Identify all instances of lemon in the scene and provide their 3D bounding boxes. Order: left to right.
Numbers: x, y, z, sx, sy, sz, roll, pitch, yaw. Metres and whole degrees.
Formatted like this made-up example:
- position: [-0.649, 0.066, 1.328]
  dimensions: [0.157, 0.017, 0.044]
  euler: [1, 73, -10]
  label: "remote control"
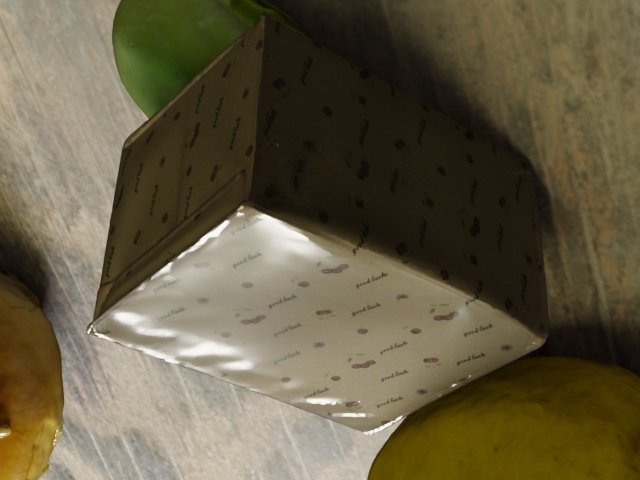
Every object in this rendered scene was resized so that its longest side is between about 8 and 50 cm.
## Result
- position: [0.182, 0.240, 1.039]
  dimensions: [0.316, 0.285, 0.285]
  euler: [-23, 110, 9]
  label: "lemon"

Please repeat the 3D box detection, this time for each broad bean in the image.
- position: [-0.098, -0.160, 1.041]
  dimensions: [0.228, 0.100, 0.169]
  euler: [-2, 114, 34]
  label: "broad bean"

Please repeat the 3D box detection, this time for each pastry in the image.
- position: [-0.495, 0.177, 1.359]
  dimensions: [0.409, 0.245, 0.410]
  euler: [1, 93, 22]
  label: "pastry"

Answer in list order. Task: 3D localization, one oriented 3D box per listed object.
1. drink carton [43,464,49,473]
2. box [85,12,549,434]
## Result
- position: [-0.541, 0.357, 1.656]
  dimensions: [0.154, 0.111, 0.351]
  euler: [47, 132, -6]
  label: "drink carton"
- position: [0.000, 0.000, 0.954]
  dimensions: [0.297, 0.190, 0.225]
  euler: [24, 140, -31]
  label: "box"
